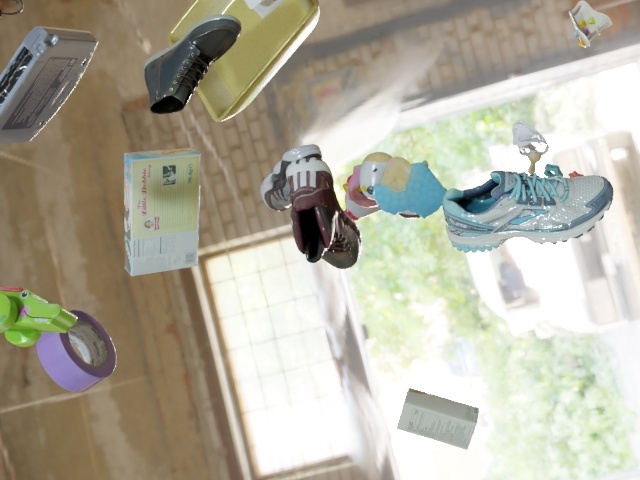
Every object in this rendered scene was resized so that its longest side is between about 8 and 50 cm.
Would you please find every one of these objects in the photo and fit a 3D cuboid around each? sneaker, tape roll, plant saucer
[{"bbox_3d":[-0.051,-0.090,1.991,0.153,0.101,0.268,71,155,17],"label":"sneaker"},{"bbox_3d":[-0.594,0.270,2.223,0.189,0.080,0.189,47,-158,-26],"label":"tape roll"},{"bbox_3d":[0.333,-0.061,1.492,0.110,0.283,0.122,-84,-28,-45],"label":"sneaker"},{"bbox_3d":[-0.156,-0.457,1.964,0.081,0.333,0.333,22,-152,-47],"label":"plant saucer"},{"bbox_3d":[-0.230,-0.320,1.687,0.083,0.222,0.118,32,-143,-47],"label":"sneaker"},{"bbox_3d":[0.000,0.000,1.623,0.281,0.106,0.163,62,-158,-44],"label":"sneaker"}]

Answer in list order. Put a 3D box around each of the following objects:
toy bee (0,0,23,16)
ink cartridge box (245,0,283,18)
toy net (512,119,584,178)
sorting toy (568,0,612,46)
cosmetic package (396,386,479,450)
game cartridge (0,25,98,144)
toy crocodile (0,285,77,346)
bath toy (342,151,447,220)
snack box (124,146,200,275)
[{"bbox_3d":[-0.732,-0.448,1.717,0.195,0.298,0.162,115,158,-60],"label":"toy bee"},{"bbox_3d":[-0.096,-0.476,1.612,0.067,0.115,0.198,38,-161,-47],"label":"ink cartridge box"},{"bbox_3d":[0.452,-0.139,1.812,0.122,0.045,0.232,-3,129,53],"label":"toy net"},{"bbox_3d":[0.520,-0.430,1.788,0.075,0.083,0.045,55,154,-13],"label":"sorting toy"},{"bbox_3d":[0.180,0.272,1.393,0.041,0.115,0.060,-63,-12,-57],"label":"cosmetic package"},{"bbox_3d":[-0.597,-0.324,1.910,0.060,0.294,0.196,46,-159,12],"label":"game cartridge"},{"bbox_3d":[-0.582,0.120,1.572,0.115,0.340,0.105,49,-137,-61],"label":"toy crocodile"},{"bbox_3d":[0.114,-0.095,1.744,0.151,0.129,0.348,51,172,-8],"label":"bath toy"},{"bbox_3d":[-0.411,-0.075,2.354,0.060,0.187,0.322,38,129,52],"label":"snack box"}]
